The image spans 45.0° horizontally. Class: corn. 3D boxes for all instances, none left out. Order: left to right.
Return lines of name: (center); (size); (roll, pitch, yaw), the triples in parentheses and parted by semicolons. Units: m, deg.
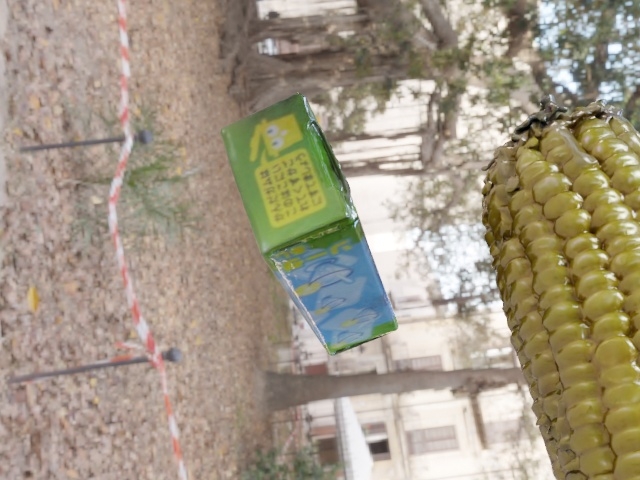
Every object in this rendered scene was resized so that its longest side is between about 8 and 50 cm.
corn: (0.147, 0.063, 0.355); (0.115, 0.115, 0.318); (89, -6, -56)

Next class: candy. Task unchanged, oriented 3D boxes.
candy: (0.000, 0.000, 0.521); (0.194, 0.062, 0.097); (62, 5, -61)
